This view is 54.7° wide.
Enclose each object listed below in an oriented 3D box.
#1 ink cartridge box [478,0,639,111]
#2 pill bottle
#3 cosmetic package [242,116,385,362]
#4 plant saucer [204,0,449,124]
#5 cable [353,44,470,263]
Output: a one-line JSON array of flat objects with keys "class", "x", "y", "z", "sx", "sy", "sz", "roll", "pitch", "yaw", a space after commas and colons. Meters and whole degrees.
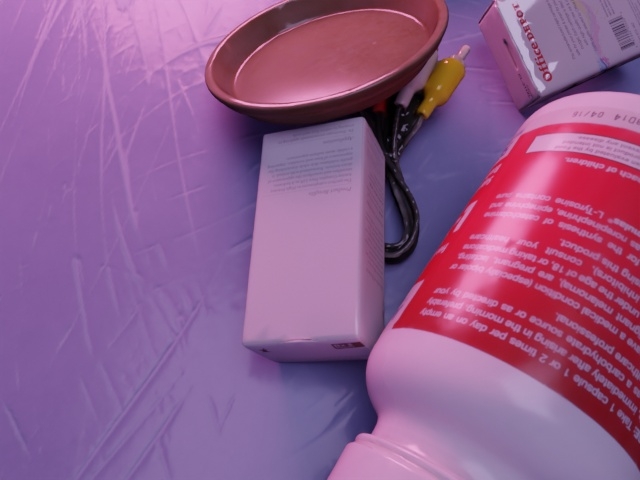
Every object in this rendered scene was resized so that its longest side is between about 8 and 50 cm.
[{"class": "ink cartridge box", "x": 0.297, "y": -0.252, "z": 0.739, "sx": 0.175, "sy": 0.072, "sz": 0.128, "roll": -24, "pitch": 89, "yaw": -3}, {"class": "pill bottle", "x": 0.185, "y": 0.086, "z": 0.525, "sx": 0.229, "sy": 0.229, "sz": 0.408, "roll": 33, "pitch": 68, "yaw": 11}, {"class": "cosmetic package", "x": 0.000, "y": 0.000, "z": 0.614, "sx": 0.117, "sy": 0.085, "sz": 0.231, "roll": -6, "pitch": 65, "yaw": 21}, {"class": "plant saucer", "x": 0.006, "y": -0.213, "z": 0.694, "sx": 0.277, "sy": 0.041, "sz": 0.278, "roll": -11, "pitch": 42, "yaw": 10}, {"class": "cable", "x": 0.075, "y": -0.122, "z": 0.698, "sx": 0.139, "sy": 0.072, "sz": 0.288, "roll": 14, "pitch": 66, "yaw": 9}]
